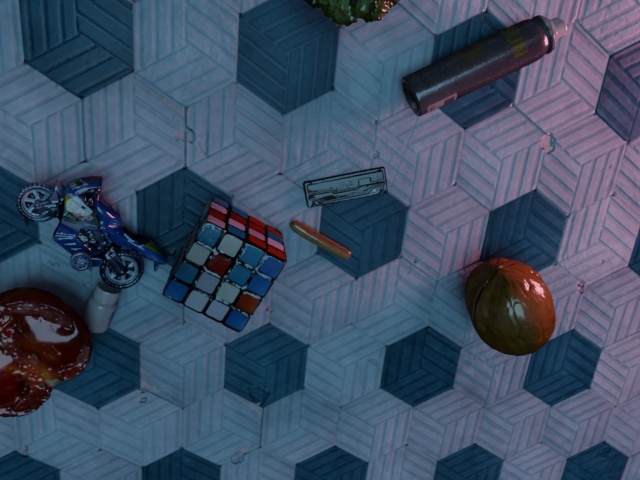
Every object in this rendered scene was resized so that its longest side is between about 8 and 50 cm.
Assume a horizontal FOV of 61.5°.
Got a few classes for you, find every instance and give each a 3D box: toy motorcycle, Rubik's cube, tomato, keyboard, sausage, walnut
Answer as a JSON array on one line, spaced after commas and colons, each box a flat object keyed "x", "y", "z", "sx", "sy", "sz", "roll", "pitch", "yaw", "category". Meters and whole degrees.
[{"x": -0.381, "y": -0.022, "z": 0.923, "sx": 0.136, "sy": 0.092, "sz": 0.254, "roll": -42, "pitch": 119, "yaw": -2, "category": "toy motorcycle"}, {"x": -0.164, "y": 0.038, "z": 0.938, "sx": 0.151, "sy": 0.155, "sz": 0.154, "roll": 29, "pitch": 103, "yaw": -17, "category": "Rubik's cube"}, {"x": -0.524, "y": 0.179, "z": 0.948, "sx": 0.233, "sy": 0.139, "sz": 0.200, "roll": -36, "pitch": 116, "yaw": -4, "category": "tomato"}, {"x": 0.047, "y": -0.098, "z": 0.994, "sx": 0.155, "sy": 0.010, "sz": 0.053, "roll": -11, "pitch": 111, "yaw": -4, "category": "keyboard"}, {"x": 0.000, "y": 0.000, "z": 1.017, "sx": 0.132, "sy": 0.024, "sz": 0.024, "roll": 29, "pitch": 104, "yaw": -18, "category": "sausage"}, {"x": 0.366, "y": 0.128, "z": 1.040, "sx": 0.168, "sy": 0.167, "sz": 0.207, "roll": -27, "pitch": 120, "yaw": 3, "category": "walnut"}]

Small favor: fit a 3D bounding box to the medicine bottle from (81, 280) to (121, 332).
[{"x": -0.403, "y": 0.123, "z": 0.990, "sx": 0.052, "sy": 0.052, "sz": 0.089, "roll": 23, "pitch": 106, "yaw": -16, "category": "medicine bottle"}]

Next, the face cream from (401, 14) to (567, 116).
[{"x": 0.279, "y": -0.303, "z": 0.917, "sx": 0.284, "sy": 0.073, "sz": 0.073, "roll": -25, "pitch": 112, "yaw": 2, "category": "face cream"}]

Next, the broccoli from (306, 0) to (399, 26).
[{"x": 0.053, "y": -0.471, "z": 0.715, "sx": 0.304, "sy": 0.283, "sz": 0.321, "roll": -30, "pitch": 94, "yaw": 15, "category": "broccoli"}]
